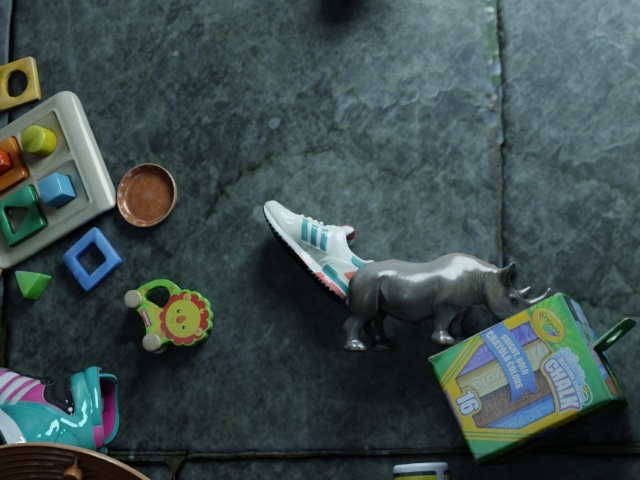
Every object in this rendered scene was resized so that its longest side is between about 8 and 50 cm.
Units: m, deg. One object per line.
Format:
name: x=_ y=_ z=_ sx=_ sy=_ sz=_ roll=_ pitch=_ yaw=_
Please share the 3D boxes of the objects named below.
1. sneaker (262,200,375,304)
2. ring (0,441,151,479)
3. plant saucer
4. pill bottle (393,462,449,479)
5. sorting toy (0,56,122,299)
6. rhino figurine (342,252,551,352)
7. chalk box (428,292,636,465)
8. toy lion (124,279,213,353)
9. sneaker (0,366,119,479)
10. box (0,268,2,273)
sneaker: x=0.000 y=0.000 z=1.748 sx=0.075 sy=0.057 sz=0.161 roll=-40 pitch=68 yaw=-8
ring: x=-0.305 y=0.372 z=1.681 sx=0.337 sy=0.032 sz=0.336 roll=3 pitch=122 yaw=5
plant saucer: x=-0.222 y=-0.057 z=1.853 sx=0.083 sy=0.013 sz=0.083 roll=-3 pitch=79 yaw=19
pill bottle: x=0.118 y=0.312 z=1.638 sx=0.065 sy=0.065 sz=0.116 roll=-7 pitch=78 yaw=19
sorting toy: x=-0.383 y=-0.083 z=1.898 sx=0.196 sy=0.047 sz=0.347 roll=-28 pitch=72 yaw=13
rhino figurine: x=0.144 y=0.069 z=1.667 sx=0.243 sy=0.073 sz=0.106 roll=-6 pitch=83 yaw=10
chalk box: x=0.252 y=0.146 z=1.583 sx=0.213 sy=0.132 sz=0.132 roll=-27 pitch=72 yaw=15
toy lion: x=-0.185 y=0.092 z=1.807 sx=0.096 sy=0.034 sz=0.100 roll=-28 pitch=72 yaw=6
sneaker: x=-0.344 y=0.206 z=1.798 sx=0.295 sy=0.178 sz=0.124 roll=35 pitch=130 yaw=56
box: x=-0.477 y=0.082 z=1.903 sx=0.081 sy=0.028 sz=0.136 roll=29 pitch=107 yaw=22
